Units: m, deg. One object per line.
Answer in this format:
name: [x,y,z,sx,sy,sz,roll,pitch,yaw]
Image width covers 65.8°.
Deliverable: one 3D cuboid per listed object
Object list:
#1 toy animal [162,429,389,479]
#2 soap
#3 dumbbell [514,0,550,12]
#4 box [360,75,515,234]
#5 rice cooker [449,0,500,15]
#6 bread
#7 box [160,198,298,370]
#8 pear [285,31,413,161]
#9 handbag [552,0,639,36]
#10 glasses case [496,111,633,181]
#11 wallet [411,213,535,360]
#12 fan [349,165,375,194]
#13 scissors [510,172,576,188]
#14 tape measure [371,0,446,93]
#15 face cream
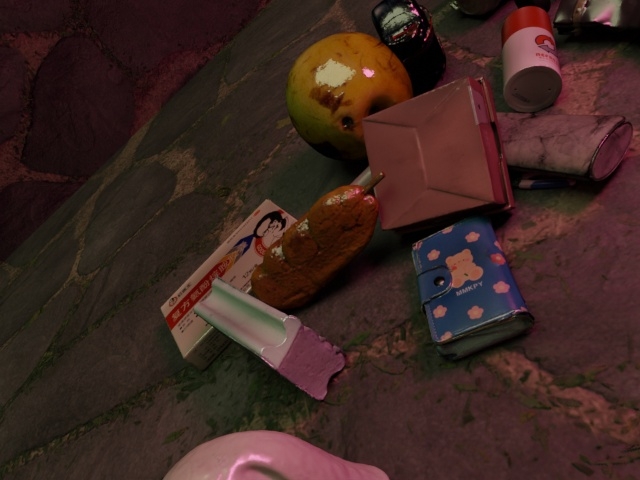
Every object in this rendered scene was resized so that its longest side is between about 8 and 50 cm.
toy animal: [-0.070,0.319,0.545,0.271,0.265,0.206,-34,35,15]
soap: [-0.091,0.159,0.827,0.261,0.150,0.094,18,72,51]
dumbbell: [0.508,-0.561,1.038,0.191,0.100,0.100,-33,37,12]
box: [0.184,-0.132,0.816,0.215,0.086,0.215,-13,83,38]
rice cooker: [0.400,-0.679,1.164,0.244,0.226,0.226,-39,36,1]
bread: [0.000,0.001,0.879,0.344,0.124,0.084,-46,12,27]
box: [-0.179,0.081,1.065,0.353,0.069,0.214,-45,36,-7]
pear: [0.063,-0.291,1.038,0.283,0.283,0.284,-25,39,23]
handbag: [0.583,-0.464,0.839,0.288,0.152,0.342,-50,32,9]
glasses case: [0.330,-0.157,0.810,0.114,0.060,0.299,-48,32,-12]
wallet: [0.208,0.063,0.717,0.141,0.059,0.202,-29,38,22]
fan: [0.141,-0.160,0.973,0.244,0.074,0.130,-43,-7,18]
scissors: [0.347,-0.098,0.788,0.113,0.012,0.039,-2,52,42]
tape measure: [0.204,-0.462,1.138,0.135,0.202,0.223,-26,53,19]
face cream: [0.391,-0.344,0.928,0.095,0.096,0.214,-15,44,33]
